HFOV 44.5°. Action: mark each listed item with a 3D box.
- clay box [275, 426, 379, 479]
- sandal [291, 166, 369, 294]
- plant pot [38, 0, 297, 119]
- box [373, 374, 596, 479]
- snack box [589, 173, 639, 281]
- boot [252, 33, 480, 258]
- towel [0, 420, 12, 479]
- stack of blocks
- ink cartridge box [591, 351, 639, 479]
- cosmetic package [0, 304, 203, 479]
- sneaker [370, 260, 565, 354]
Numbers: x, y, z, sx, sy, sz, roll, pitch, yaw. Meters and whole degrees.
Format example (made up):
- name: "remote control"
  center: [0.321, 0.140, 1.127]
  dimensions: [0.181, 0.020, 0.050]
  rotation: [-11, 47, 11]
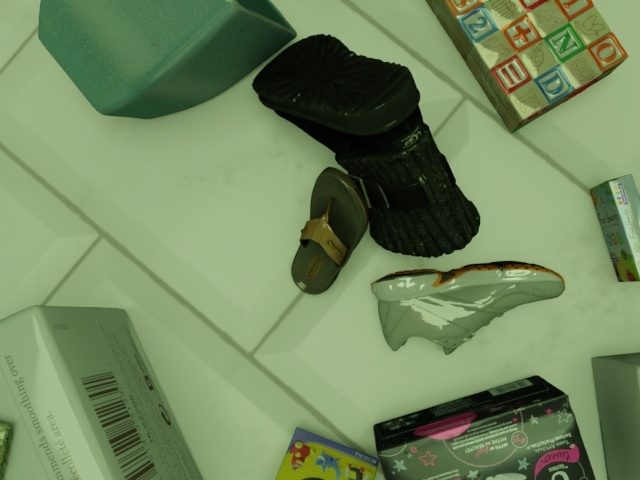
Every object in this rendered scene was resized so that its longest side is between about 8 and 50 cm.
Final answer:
- name: "clay box"
  center: [-0.014, 0.373, 1.034]
  dimensions: [0.128, 0.053, 0.222]
  rotation: [20, 50, 4]
- name: "sandal"
  center: [0.000, 0.000, 1.056]
  dimensions: [0.090, 0.060, 0.219]
  rotation: [36, 132, 11]
- name: "plant pot"
  center: [-0.231, -0.303, 1.070]
  dimensions: [0.252, 0.248, 0.247]
  rotation: [-40, 85, 15]
- name: "box"
  center: [0.208, 0.290, 1.031]
  dimensions: [0.248, 0.163, 0.142]
  rotation: [-17, 88, 2]
- name: "snack box"
  center: [0.419, -0.014, 1.074]
  dimensions: [0.037, 0.100, 0.141]
  rotation: [-16, 86, 3]
- name: "boot"
  center: [0.055, -0.127, 1.080]
  dimensions: [0.131, 0.348, 0.260]
  rotation: [-39, 127, -8]
- name: "towel"
  center: [-0.384, 0.248, 0.808]
  dimensions: [0.110, 0.027, 0.148]
  rotation: [16, 86, 4]
- name: "stack of blocks"
  center: [0.273, -0.327, 1.113]
  dimensions: [0.171, 0.087, 0.297]
  rotation: [-32, 84, 0]
- name: "ink cartridge box"
  center: [0.522, 0.238, 1.001]
  dimensions: [0.270, 0.197, 0.198]
  rotation: [-6, 85, 3]
- name: "cosmetic package"
  center: [-0.402, 0.307, 0.981]
  dimensions: [0.394, 0.327, 0.329]
  rotation: [-26, 84, 0]
- name: "sneaker"
  center: [0.207, 0.095, 1.090]
  dimensions: [0.263, 0.099, 0.120]
  rotation: [-6, 93, 10]
